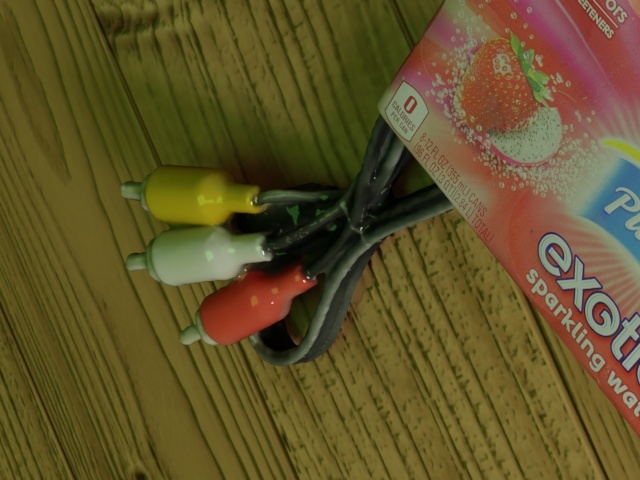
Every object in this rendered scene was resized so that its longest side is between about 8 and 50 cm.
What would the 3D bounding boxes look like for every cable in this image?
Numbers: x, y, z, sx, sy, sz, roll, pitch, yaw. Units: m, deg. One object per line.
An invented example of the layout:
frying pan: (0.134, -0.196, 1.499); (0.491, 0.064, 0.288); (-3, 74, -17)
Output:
cable: (0.000, 0.000, 1.081); (0.287, 0.072, 0.139); (-17, 99, 51)

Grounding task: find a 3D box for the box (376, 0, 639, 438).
box: (0.185, -0.011, 0.806); (0.300, 0.142, 0.154); (53, 138, 19)
